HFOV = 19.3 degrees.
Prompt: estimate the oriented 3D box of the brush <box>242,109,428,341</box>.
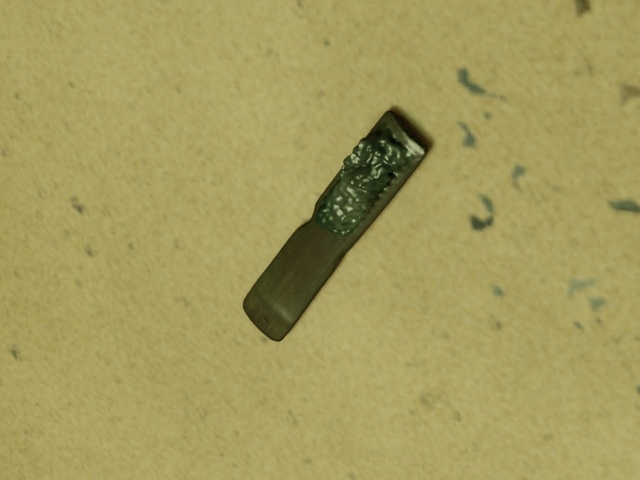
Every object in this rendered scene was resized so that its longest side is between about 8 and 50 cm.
[{"bbox_3d":[0.000,0.000,1.017,0.034,0.027,0.190,47,137,9],"label":"brush"}]
